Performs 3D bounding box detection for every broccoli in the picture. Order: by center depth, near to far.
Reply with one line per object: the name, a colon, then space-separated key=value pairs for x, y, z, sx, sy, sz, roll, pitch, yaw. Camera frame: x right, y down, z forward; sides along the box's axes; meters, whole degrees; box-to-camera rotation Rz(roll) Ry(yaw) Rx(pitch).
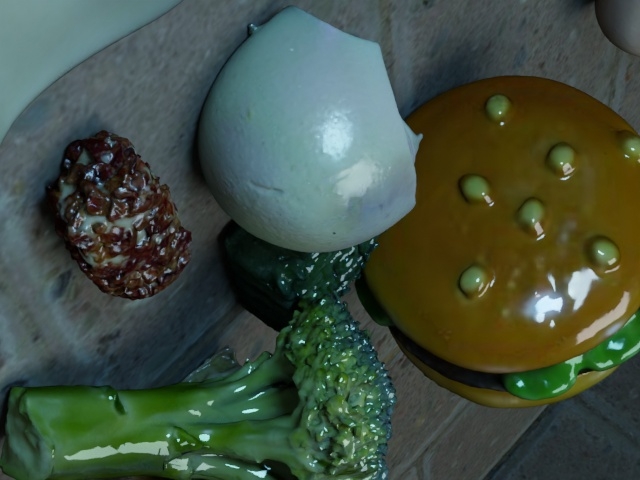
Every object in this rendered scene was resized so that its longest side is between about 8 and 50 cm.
broccoli: x=-0.096 y=0.188 z=1.426 sx=0.353 sy=0.275 sz=0.397 roll=-49 pitch=127 yaw=-6

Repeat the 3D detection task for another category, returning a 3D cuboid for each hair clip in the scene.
hair clip: x=-0.198 y=-0.179 z=0.974 sx=0.282 sy=0.113 sz=0.172 roll=-38 pitch=152 yaw=-20

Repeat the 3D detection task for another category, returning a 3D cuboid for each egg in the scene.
egg: x=0.007 y=-0.070 z=1.328 sx=0.206 sy=0.162 sz=0.271 roll=-38 pitch=134 yaw=-4

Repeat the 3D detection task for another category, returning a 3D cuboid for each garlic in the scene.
garlic: x=-0.151 y=0.222 z=1.617 sx=0.195 sy=0.087 sz=0.101 roll=-43 pitch=142 yaw=-15

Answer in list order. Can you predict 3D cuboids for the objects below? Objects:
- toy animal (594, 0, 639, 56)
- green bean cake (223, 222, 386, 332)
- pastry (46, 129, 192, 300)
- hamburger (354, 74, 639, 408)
toy animal: x=0.463 y=-0.360 z=1.813 sx=0.213 sy=0.195 sz=0.256 roll=-49 pitch=154 yaw=-30
green bean cake: x=0.000 y=0.000 z=1.562 sx=0.208 sy=0.107 sz=0.193 roll=-48 pitch=155 yaw=-16
pastry: x=-0.176 y=-0.014 z=1.243 sx=0.115 sy=0.097 sz=0.208 roll=-37 pitch=155 yaw=-10
hamburger: x=0.224 y=0.009 z=1.656 sx=0.396 sy=0.395 sz=0.277 roll=-49 pitch=157 yaw=-9
